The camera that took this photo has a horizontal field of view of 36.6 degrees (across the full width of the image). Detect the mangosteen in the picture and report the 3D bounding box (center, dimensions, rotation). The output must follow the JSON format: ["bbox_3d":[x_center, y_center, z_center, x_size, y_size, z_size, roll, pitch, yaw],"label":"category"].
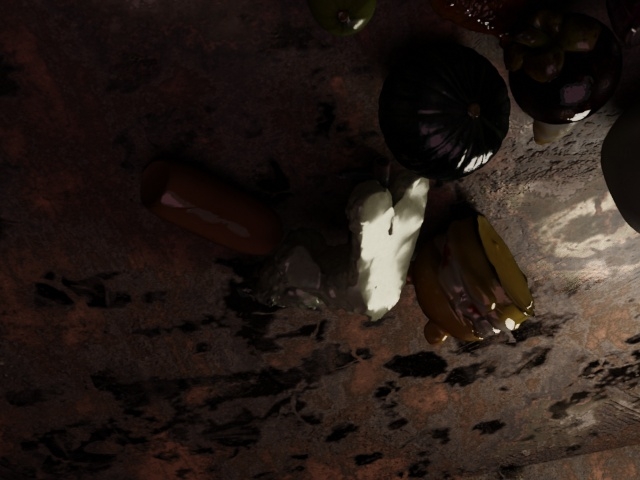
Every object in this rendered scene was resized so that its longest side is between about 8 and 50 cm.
[{"bbox_3d":[0.391,-0.297,1.610,0.192,0.192,0.217,-35,144,27],"label":"mangosteen"}]

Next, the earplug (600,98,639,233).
[{"bbox_3d":[0.744,-0.168,1.849,0.394,0.312,0.312,-24,140,21],"label":"earplug"}]

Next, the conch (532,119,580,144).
[{"bbox_3d":[0.449,-0.271,1.812,0.158,0.127,0.255,-42,175,-28],"label":"conch"}]

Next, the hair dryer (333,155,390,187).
[{"bbox_3d":[0.082,-0.136,1.945,0.114,0.037,0.063,-1,140,-1],"label":"hair dryer"}]

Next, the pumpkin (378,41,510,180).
[{"bbox_3d":[0.213,-0.233,1.732,0.250,0.216,0.249,-15,120,-28],"label":"pumpkin"}]

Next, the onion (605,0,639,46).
[{"bbox_3d":[0.561,-0.449,1.500,0.267,0.159,0.349,-32,170,6],"label":"onion"}]

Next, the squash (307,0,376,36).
[{"bbox_3d":[0.033,-0.388,1.499,0.123,0.186,0.123,-5,135,-5],"label":"squash"}]

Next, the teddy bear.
[{"bbox_3d":[0.000,0.000,1.976,0.327,0.362,0.375,-21,125,-44],"label":"teddy bear"}]

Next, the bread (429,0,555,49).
[{"bbox_3d":[0.292,-0.393,1.623,0.269,0.095,0.139,20,140,-39],"label":"bread"}]

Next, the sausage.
[{"bbox_3d":[-0.205,-0.059,1.897,0.304,0.121,0.121,25,130,-36],"label":"sausage"}]

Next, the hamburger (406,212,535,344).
[{"bbox_3d":[0.314,0.102,2.119,0.237,0.276,0.276,-30,138,19],"label":"hamburger"}]
